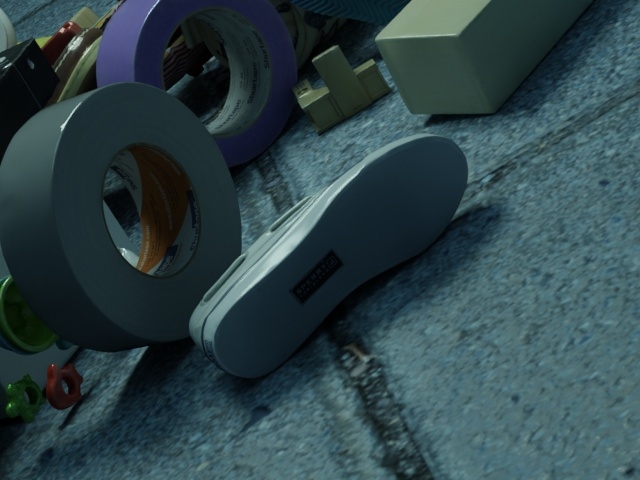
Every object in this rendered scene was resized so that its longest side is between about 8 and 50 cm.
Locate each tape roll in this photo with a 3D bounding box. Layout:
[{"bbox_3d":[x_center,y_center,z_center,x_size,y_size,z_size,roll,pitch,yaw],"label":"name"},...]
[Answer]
[{"bbox_3d":[-0.165,-0.019,1.508,0.072,0.219,0.219,-12,30,38],"label":"tape roll"},{"bbox_3d":[-0.122,-0.165,1.796,0.189,0.189,0.080,-43,24,-25],"label":"tape roll"}]

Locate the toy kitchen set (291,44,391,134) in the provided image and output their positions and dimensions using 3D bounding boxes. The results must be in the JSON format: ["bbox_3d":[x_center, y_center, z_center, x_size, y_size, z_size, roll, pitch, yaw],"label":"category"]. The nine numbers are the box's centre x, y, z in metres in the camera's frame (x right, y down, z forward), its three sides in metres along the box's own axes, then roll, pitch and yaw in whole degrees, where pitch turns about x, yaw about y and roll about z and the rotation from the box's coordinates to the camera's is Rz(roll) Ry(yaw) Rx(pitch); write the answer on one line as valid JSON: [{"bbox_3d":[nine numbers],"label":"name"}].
[{"bbox_3d":[0.011,-0.162,1.774,0.083,0.068,0.075,-31,22,2],"label":"toy kitchen set"}]

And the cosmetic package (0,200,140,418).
[{"bbox_3d":[-0.416,0.067,1.736,0.453,0.161,0.230,-13,28,39],"label":"cosmetic package"}]

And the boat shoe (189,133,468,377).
[{"bbox_3d":[0.000,0.000,1.421,0.258,0.095,0.084,-37,27,-14],"label":"boat shoe"}]

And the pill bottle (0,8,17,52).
[{"bbox_3d":[-0.406,-0.216,2.048,0.121,0.121,0.216,-36,9,-10],"label":"pill bottle"}]

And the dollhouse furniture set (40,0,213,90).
[{"bbox_3d":[-0.274,-0.166,2.108,0.374,0.152,0.201,-34,15,47],"label":"dollhouse furniture set"}]

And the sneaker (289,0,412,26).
[{"bbox_3d":[0.039,-0.278,1.850,0.229,0.087,0.092,21,33,5],"label":"sneaker"}]

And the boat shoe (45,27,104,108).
[{"bbox_3d":[-0.322,-0.126,1.906,0.342,0.123,0.123,-46,5,48],"label":"boat shoe"}]

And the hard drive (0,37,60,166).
[{"bbox_3d":[-0.394,-0.055,1.668,0.237,0.064,0.339,-22,22,22],"label":"hard drive"}]

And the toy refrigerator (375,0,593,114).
[{"bbox_3d":[0.176,-0.224,1.662,0.102,0.094,0.269,3,41,44],"label":"toy refrigerator"}]

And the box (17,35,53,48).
[{"bbox_3d":[-0.394,-0.213,2.386,0.058,0.087,0.232,-45,27,-28],"label":"box"}]

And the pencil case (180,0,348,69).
[{"bbox_3d":[0.015,-0.346,2.030,0.183,0.160,0.410,-5,34,48],"label":"pencil case"}]

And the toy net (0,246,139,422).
[{"bbox_3d":[-0.197,0.067,1.544,0.045,0.122,0.232,-20,4,35],"label":"toy net"}]
